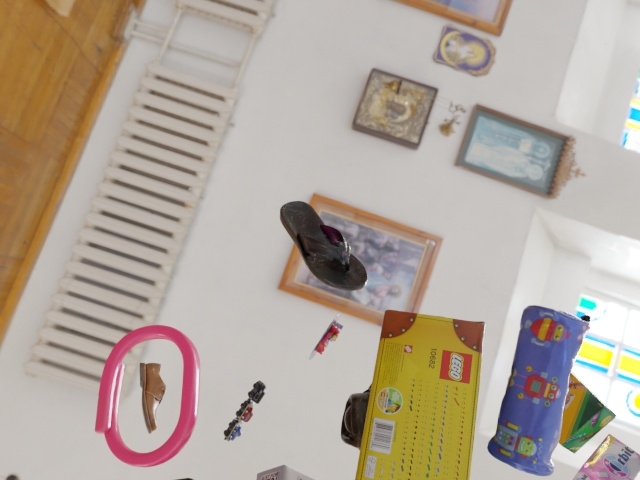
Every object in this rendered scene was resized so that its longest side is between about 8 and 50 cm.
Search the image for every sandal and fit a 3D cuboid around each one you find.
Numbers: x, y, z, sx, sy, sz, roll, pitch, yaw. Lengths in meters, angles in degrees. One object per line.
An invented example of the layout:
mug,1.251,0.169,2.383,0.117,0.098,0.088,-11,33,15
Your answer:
sandal,-0.003,0.000,1.781,0.168,0.446,0.107,-23,144,-28

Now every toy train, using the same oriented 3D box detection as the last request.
toy train,-0.166,0.382,1.155,0.158,0.036,0.027,-58,169,7

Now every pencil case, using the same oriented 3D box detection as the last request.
pencil case,0.407,0.271,0.971,0.133,0.119,0.306,26,80,-67

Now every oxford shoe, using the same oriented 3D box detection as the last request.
oxford shoe,-0.489,0.456,1.526,0.076,0.076,0.212,120,-37,-50

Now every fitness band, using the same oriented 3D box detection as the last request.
fitness band,-0.361,0.325,1.106,0.054,0.209,0.290,76,10,-64

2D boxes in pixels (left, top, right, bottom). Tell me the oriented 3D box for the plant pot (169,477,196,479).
plant pot,-0.325,0.659,1.204,0.187,0.188,0.167,-22,-139,28

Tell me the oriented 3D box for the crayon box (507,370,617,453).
crayon box,0.712,0.467,1.558,0.165,0.081,0.278,-49,-151,12

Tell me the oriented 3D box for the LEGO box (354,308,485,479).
LEGO box,0.199,0.436,1.041,0.372,0.193,0.500,62,38,-62

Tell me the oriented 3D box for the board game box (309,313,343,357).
board game box,0.026,0.301,1.583,0.168,0.033,0.133,-57,168,-3

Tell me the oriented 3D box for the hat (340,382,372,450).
hat,0.132,0.516,1.455,0.331,0.134,0.331,-166,-90,-72

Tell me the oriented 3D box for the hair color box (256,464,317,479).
hair color box,-0.084,0.804,1.337,0.114,0.185,0.374,-31,-144,30

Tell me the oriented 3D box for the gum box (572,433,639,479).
gum box,0.777,0.612,1.391,0.188,0.107,0.062,-23,134,-35
